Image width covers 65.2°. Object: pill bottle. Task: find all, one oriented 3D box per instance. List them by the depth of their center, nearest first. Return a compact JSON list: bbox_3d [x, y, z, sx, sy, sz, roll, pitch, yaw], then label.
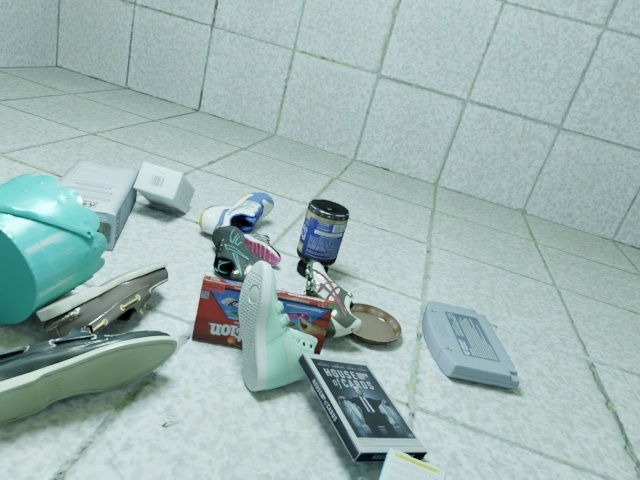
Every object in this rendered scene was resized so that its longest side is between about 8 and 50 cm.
[{"bbox_3d":[0.000,0.000,1.459,0.123,0.219,0.122,14,23,-6],"label":"pill bottle"}]

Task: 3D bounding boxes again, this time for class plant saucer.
[{"bbox_3d":[0.124,0.218,1.287,0.169,0.029,0.168,14,24,-6],"label":"plant saucer"}]

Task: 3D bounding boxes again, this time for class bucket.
[{"bbox_3d":[-0.599,0.017,0.992,0.282,0.280,0.183,19,28,7],"label":"bucket"}]

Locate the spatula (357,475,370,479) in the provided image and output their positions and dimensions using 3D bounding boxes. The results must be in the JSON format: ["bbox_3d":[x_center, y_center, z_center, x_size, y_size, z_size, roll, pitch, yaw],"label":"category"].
[{"bbox_3d":[0.150,0.461,0.761,0.242,0.019,0.168,22,25,14],"label":"spatula"}]

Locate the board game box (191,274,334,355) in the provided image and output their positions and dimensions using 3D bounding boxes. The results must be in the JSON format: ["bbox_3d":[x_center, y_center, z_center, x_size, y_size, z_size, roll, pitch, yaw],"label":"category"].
[{"bbox_3d":[-0.125,0.172,1.083,0.282,0.144,0.027,12,17,-8],"label":"board game box"}]

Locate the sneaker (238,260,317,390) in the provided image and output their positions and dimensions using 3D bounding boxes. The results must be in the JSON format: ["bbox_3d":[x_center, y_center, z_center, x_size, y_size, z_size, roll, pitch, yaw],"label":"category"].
[{"bbox_3d":[-0.083,0.171,1.034,0.151,0.255,0.094,4,-8,-38],"label":"sneaker"}]

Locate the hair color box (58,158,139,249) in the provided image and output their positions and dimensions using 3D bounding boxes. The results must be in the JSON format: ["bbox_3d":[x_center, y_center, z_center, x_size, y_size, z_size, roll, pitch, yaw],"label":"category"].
[{"bbox_3d":[-0.652,-0.114,1.443,0.186,0.113,0.374,9,23,-14],"label":"hair color box"}]

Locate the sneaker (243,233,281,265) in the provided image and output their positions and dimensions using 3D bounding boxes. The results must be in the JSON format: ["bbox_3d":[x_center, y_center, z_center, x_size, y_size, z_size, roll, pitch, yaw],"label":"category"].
[{"bbox_3d":[-0.169,0.020,1.506,0.171,0.063,0.075,27,31,36],"label":"sneaker"}]

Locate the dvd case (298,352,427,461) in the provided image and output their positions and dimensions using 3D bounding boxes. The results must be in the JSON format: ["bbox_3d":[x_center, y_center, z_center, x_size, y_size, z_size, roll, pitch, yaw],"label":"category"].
[{"bbox_3d":[0.076,0.314,0.957,0.179,0.029,0.238,18,22,-38],"label":"dvd case"}]

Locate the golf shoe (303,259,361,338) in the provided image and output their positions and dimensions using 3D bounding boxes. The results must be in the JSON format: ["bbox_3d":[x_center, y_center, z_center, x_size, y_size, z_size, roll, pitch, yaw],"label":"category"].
[{"bbox_3d":[0.020,0.149,1.271,0.120,0.105,0.272,-1,34,-9],"label":"golf shoe"}]

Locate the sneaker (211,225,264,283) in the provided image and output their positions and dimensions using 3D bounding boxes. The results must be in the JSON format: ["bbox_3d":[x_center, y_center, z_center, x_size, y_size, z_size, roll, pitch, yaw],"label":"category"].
[{"bbox_3d":[-0.248,0.036,1.374,0.106,0.101,0.267,-6,30,-36],"label":"sneaker"}]

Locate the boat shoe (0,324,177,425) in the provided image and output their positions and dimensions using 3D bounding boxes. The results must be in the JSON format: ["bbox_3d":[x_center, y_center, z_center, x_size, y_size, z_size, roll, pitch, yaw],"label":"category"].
[{"bbox_3d":[-0.421,0.201,0.854,0.340,0.127,0.113,-17,50,-37],"label":"boat shoe"}]

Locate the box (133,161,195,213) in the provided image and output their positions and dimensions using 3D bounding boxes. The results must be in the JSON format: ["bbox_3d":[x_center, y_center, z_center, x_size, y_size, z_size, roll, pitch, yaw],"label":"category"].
[{"bbox_3d":[-0.490,-0.164,1.589,0.130,0.090,0.170,17,-11,2],"label":"box"}]

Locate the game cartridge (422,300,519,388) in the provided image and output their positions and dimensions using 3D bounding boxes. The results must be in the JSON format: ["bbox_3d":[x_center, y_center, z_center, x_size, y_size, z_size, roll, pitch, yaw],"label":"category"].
[{"bbox_3d":[0.373,0.264,1.312,0.198,0.062,0.297,9,23,-4],"label":"game cartridge"}]

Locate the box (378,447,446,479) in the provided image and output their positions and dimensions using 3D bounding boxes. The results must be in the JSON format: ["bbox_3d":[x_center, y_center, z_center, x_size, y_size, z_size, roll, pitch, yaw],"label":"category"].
[{"bbox_3d":[0.116,0.423,0.734,0.101,0.060,0.244,17,23,15],"label":"box"}]

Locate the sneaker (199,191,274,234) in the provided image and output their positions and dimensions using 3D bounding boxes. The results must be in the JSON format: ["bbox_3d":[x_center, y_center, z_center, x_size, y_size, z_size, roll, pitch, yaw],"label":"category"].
[{"bbox_3d":[-0.239,-0.069,1.609,0.131,0.111,0.297,24,34,32],"label":"sneaker"}]

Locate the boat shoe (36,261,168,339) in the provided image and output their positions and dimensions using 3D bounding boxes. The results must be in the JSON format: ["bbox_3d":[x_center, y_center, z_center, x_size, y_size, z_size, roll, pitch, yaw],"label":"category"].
[{"bbox_3d":[-0.429,0.128,1.053,0.117,0.096,0.324,-20,6,24],"label":"boat shoe"}]
